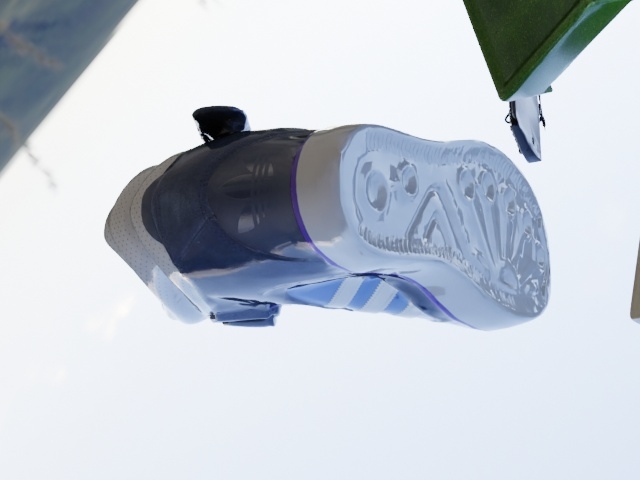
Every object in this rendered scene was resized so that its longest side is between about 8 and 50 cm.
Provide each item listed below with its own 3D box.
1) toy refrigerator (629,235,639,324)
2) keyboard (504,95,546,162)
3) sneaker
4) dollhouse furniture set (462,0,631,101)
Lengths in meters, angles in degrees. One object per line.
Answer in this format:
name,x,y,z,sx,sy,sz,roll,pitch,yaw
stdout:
toy refrigerator,0.343,-0.050,1.148,0.094,0.102,0.269,-13,-120,53
keyboard,0.192,-0.153,1.366,0.038,0.100,0.192,-15,-133,23
sneaker,0.000,0.000,0.976,0.236,0.323,0.130,-9,-105,33
dollhouse furniture set,0.183,-0.277,0.929,0.197,0.301,0.151,-15,169,-18
